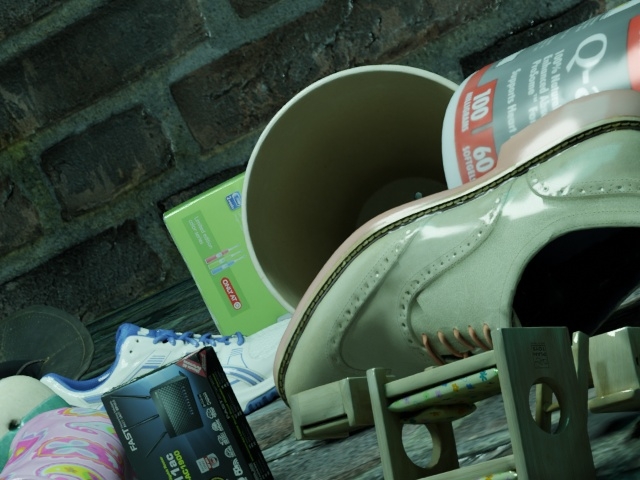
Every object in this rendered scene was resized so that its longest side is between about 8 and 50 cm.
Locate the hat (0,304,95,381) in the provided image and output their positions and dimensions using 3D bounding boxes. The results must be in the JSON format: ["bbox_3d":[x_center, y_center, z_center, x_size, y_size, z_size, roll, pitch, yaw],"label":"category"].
[{"bbox_3d":[-0.354,0.216,2.089,0.331,0.134,0.331,-26,24,13],"label":"hat"}]

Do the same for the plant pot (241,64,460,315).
[{"bbox_3d":[0.076,-0.020,1.854,0.256,0.256,0.274,-26,-9,6],"label":"plant pot"}]

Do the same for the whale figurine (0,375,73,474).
[{"bbox_3d":[-0.293,0.242,1.717,0.216,0.141,0.272,-45,-8,-41],"label":"whale figurine"}]

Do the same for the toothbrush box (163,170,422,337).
[{"bbox_3d":[0.000,0.000,2.057,0.283,0.206,0.122,-28,5,-2],"label":"toothbrush box"}]

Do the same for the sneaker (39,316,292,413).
[{"bbox_3d":[-0.142,0.130,1.906,0.296,0.131,0.112,-26,3,-8],"label":"sneaker"}]

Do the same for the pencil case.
[{"bbox_3d":[-0.203,0.209,1.472,0.124,0.124,0.284,-27,5,3],"label":"pencil case"}]

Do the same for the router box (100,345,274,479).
[{"bbox_3d":[-0.104,0.155,1.494,0.092,0.122,0.038,-25,-1,20],"label":"router box"}]

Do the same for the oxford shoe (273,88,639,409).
[{"bbox_3d":[0.112,0.046,1.452,0.397,0.140,0.146,-41,34,28],"label":"oxford shoe"}]

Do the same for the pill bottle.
[{"bbox_3d":[0.295,-0.101,1.552,0.363,0.210,0.210,-23,6,39],"label":"pill bottle"}]

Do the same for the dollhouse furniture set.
[{"bbox_3d":[0.106,0.122,1.154,0.161,0.101,0.182,2,-17,-42],"label":"dollhouse furniture set"}]
